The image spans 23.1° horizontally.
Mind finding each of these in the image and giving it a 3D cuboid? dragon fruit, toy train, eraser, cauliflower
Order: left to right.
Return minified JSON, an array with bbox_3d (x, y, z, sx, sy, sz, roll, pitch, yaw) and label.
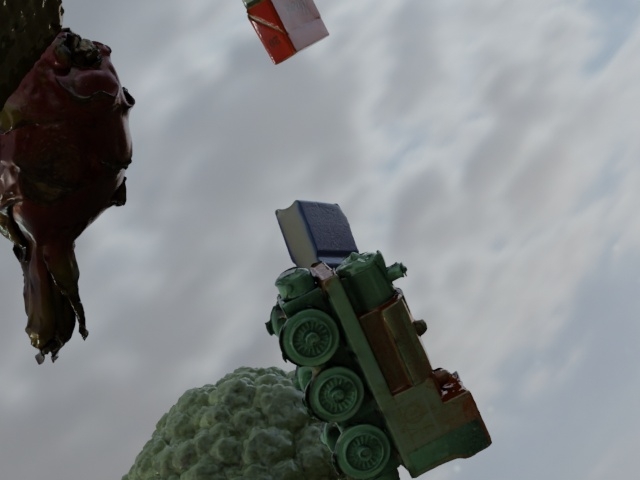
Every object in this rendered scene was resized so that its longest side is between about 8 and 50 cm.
[{"bbox_3d":[-0.200,-0.031,1.155,0.125,0.246,0.125,-4,1,-26],"label":"dragon fruit"},{"bbox_3d":[-0.060,0.258,1.516,0.250,0.275,0.272,60,-139,-25],"label":"cauliflower"},{"bbox_3d":[0.000,0.000,1.326,0.027,0.063,0.084,-26,-12,23],"label":"eraser"},{"bbox_3d":[0.038,0.088,1.112,0.118,0.176,0.074,-24,12,-6],"label":"toy train"}]

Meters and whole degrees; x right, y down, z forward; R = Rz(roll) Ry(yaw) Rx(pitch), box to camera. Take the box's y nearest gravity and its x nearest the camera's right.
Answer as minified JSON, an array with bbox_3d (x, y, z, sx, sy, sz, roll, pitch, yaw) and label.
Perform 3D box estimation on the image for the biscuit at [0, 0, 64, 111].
[{"bbox_3d":[-0.223,-0.155,0.955,0.172,0.029,0.254,-59,-13,-28],"label":"biscuit"}]

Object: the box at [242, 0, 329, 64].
[{"bbox_3d":[-0.074,-0.321,1.745,0.035,0.245,0.139,-23,9,22],"label":"box"}]
